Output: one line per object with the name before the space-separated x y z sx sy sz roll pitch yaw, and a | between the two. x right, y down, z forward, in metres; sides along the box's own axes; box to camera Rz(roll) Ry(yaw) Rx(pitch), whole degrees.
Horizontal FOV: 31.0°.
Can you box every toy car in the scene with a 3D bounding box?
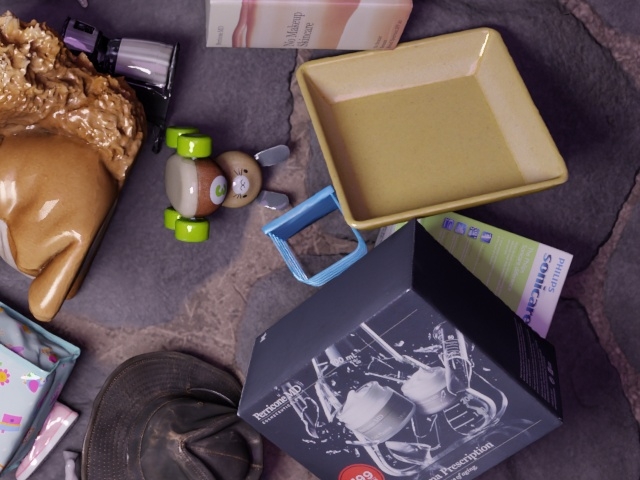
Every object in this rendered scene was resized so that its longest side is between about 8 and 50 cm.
toy car | -0.134 -0.089 1.745 0.188 0.149 0.155 -2 105 -20

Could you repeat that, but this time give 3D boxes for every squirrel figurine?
squirrel figurine | -0.456 -0.124 1.597 0.370 0.281 0.397 26 98 -7

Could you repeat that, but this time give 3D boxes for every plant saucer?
plant saucer | 0.158 -0.157 1.742 0.333 0.081 0.333 -12 55 -7

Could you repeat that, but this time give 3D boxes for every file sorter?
file sorter | 0.000 0.000 1.726 0.118 0.170 0.104 -32 83 3

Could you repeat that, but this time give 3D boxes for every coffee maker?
coffee maker | -0.310 -0.230 1.716 0.178 0.120 0.171 11 91 -8

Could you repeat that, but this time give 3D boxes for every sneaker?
sneaker | -0.434 0.297 1.754 0.070 0.051 0.134 38 88 -1

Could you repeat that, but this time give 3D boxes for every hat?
hat | -0.177 0.314 1.671 0.331 0.134 0.331 6 81 -43

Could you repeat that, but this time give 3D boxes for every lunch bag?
lunch bag | -0.516 0.194 1.658 0.262 0.160 0.223 30 103 5

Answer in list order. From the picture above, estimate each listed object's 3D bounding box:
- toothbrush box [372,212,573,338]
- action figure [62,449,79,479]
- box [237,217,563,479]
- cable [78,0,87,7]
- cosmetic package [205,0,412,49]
toothbrush box | 0.217 0.071 1.802 0.283 0.122 0.206 18 90 -8
action figure | -0.386 0.484 1.707 0.341 0.178 0.330 20 79 -12
box | 0.114 0.202 1.664 0.312 0.179 0.343 41 119 -18
cable | -0.422 -0.476 1.738 0.139 0.072 0.287 -41 85 12
cosmetic package | -0.023 -0.372 1.725 0.296 0.153 0.129 0 74 -7
